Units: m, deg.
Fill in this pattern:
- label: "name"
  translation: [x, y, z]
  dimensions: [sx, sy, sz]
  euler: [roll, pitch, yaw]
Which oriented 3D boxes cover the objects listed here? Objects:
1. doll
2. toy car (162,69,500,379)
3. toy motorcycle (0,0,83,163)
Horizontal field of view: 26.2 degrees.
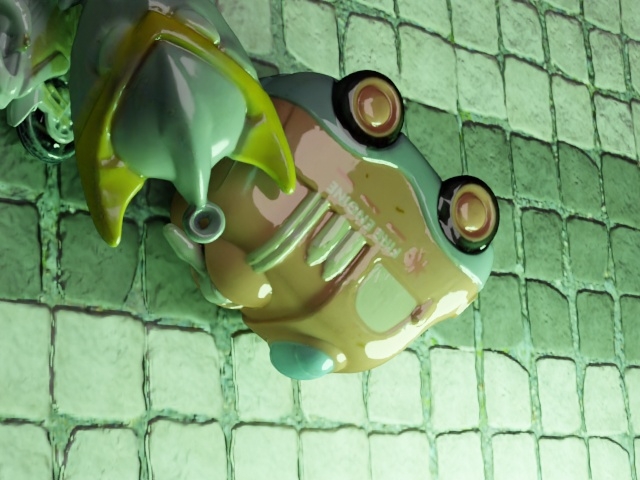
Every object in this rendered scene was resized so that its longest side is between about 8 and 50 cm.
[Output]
- label: "doll"
  translation: [-0.123, -0.152, 1.017]
  dimensions: [0.145, 0.103, 0.316]
  euler: [-15, 86, -39]
- label: "toy car"
  translation: [0.000, 0.000, 1.149]
  dimensions: [0.270, 0.180, 0.212]
  euler: [45, 64, -21]
- label: "toy motorcycle"
  translation: [-0.225, -0.178, 1.045]
  dimensions: [0.151, 0.074, 0.228]
  euler: [15, 77, -49]
